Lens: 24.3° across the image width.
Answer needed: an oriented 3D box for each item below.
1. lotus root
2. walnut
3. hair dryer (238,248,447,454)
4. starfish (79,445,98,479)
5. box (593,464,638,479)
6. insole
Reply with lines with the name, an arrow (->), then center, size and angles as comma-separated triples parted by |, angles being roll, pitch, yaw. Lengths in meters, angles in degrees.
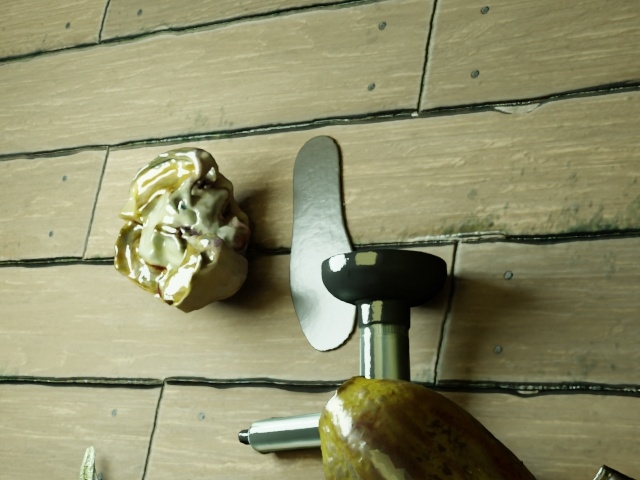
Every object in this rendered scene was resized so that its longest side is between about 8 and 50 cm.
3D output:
lotus root -> 0.116, 0.279, 1.674 | 0.291, 0.193, 0.193 | 43, 99, 11
walnut -> -0.184, 0.000, 2.080 | 0.204, 0.141, 0.238 | -34, 54, 34
hair dryer -> 0.003, 0.170, 1.855 | 0.284, 0.156, 0.320 | 3, 80, 27
starfish -> -0.320, 0.384, 2.061 | 0.176, 0.053, 0.208 | -28, 58, 24
box -> 0.304, 0.386, 1.490 | 0.153, 0.188, 0.252 | 38, 96, 41
insole -> 0.000, 0.000, 2.025 | 0.111, 0.007, 0.328 | -20, 59, 28
